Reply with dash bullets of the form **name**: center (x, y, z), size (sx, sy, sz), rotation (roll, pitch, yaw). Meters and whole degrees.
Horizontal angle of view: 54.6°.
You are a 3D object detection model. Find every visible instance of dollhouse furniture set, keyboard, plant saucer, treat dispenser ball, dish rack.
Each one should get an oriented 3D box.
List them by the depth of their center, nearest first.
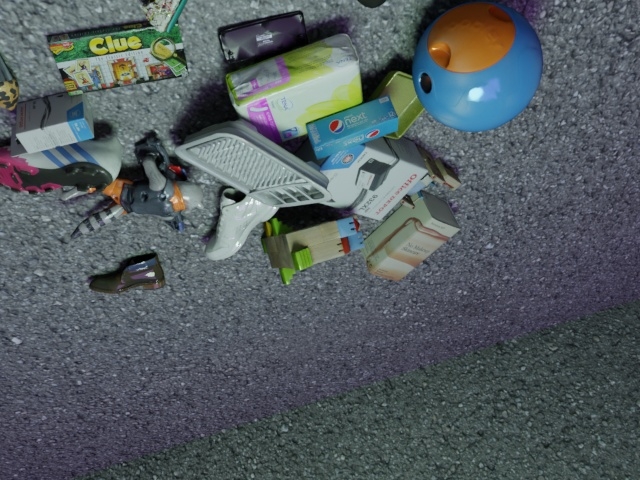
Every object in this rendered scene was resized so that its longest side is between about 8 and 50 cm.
- **keyboard**: center (-0.125, -0.438, 1.365), size (0.192, 0.038, 0.100), rotation (-16, 126, -8)
- **treat dispenser ball**: center (0.354, -0.392, 1.412), size (0.289, 0.288, 0.288), rotation (-12, 144, -9)
- **dish rack**: center (-0.154, -0.186, 1.490), size (0.333, 0.072, 0.286), rotation (28, 161, -35)
- **plant saucer**: center (0.188, -0.351, 1.575), size (0.188, 0.045, 0.188), rotation (3, 139, -44)
- **dollhouse furniture set**: center (0.316, -0.164, 1.828), size (0.129, 0.128, 0.184), rotation (-40, 139, 27)

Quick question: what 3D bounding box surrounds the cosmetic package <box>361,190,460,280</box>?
- **cosmetic package**: center (0.287, -0.010, 2.017), size (0.153, 0.129, 0.296), rotation (16, 131, -37)

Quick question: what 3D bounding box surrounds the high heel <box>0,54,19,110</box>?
- **high heel**: center (-0.738, -0.300, 1.205), size (0.261, 0.093, 0.186), rotation (-20, 139, -13)

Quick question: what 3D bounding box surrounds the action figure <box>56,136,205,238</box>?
- **action figure**: center (-0.447, -0.080, 1.568), size (0.331, 0.178, 0.341), rotation (-9, 141, 4)

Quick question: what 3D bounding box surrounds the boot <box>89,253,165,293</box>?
- **boot**: center (-0.576, 0.092, 1.836), size (0.219, 0.082, 0.106), rotation (-5, 120, -12)

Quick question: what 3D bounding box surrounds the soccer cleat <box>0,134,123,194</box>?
- **soccer cleat**: center (-0.607, -0.185, 1.418), size (0.332, 0.143, 0.116), rotation (4, 144, 9)

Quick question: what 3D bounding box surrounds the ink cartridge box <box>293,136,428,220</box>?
- **ink cartridge box**: center (0.102, -0.197, 1.690), size (0.308, 0.129, 0.223), rotation (14, 133, -37)

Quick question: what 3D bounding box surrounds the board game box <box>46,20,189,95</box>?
- **board game box**: center (-0.417, -0.385, 1.300), size (0.260, 0.030, 0.136), rotation (-13, 141, -9)

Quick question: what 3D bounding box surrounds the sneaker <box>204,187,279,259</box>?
- **sneaker**: center (-0.247, -0.070, 1.741), size (0.152, 0.114, 0.305), rotation (31, 117, -33)

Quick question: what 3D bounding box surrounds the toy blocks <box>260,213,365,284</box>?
- **toy blocks**: center (0.000, 0.000, 1.777), size (0.261, 0.190, 0.381), rotation (-16, -177, -16)

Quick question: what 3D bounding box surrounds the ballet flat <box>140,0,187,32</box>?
- **ballet flat**: center (-0.267, -0.503, 1.173), size (0.077, 0.091, 0.241), rotation (36, 117, -13)

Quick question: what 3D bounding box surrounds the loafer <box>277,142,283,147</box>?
- **loafer**: center (-0.111, -0.249, 1.602), size (0.039, 0.045, 0.125), rotation (1, 137, -36)

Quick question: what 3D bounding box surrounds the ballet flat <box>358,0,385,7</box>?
- **ballet flat**: center (0.089, -0.562, 1.235), size (0.095, 0.096, 0.280), rotation (-22, 144, 6)

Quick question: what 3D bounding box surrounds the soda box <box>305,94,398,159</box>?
- **soda box**: center (0.076, -0.268, 1.473), size (0.210, 0.067, 0.071), rotation (-20, 163, 0)

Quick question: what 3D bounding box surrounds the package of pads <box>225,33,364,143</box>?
- **package of pads**: center (-0.051, -0.337, 1.426), size (0.297, 0.101, 0.229), rotation (-20, 160, 0)

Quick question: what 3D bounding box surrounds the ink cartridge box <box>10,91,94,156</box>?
- **ink cartridge box**: center (-0.588, -0.252, 1.331), size (0.180, 0.104, 0.060), rotation (-15, 144, -6)
